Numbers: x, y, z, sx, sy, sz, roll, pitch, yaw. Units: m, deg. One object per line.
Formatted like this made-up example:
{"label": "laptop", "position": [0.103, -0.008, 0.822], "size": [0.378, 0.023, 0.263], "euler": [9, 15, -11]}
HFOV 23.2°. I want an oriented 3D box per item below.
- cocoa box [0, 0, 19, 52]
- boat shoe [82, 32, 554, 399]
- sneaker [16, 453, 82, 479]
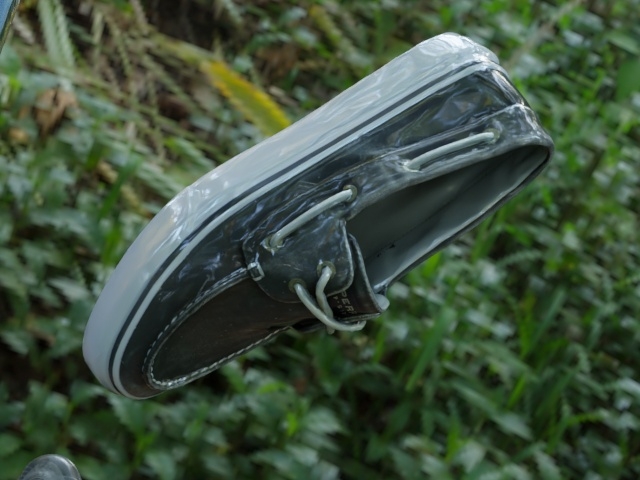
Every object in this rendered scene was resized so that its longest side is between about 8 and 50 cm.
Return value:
{"label": "cocoa box", "position": [-0.510, -0.378, 2.021], "size": [0.232, 0.347, 0.228], "euler": [15, 62, -6]}
{"label": "boat shoe", "position": [0.000, 0.000, 0.993], "size": [0.119, 0.335, 0.121], "euler": [49, -2, 34]}
{"label": "sneaker", "position": [-0.246, 0.265, 1.224], "size": [0.078, 0.106, 0.234], "euler": [12, 59, 13]}
